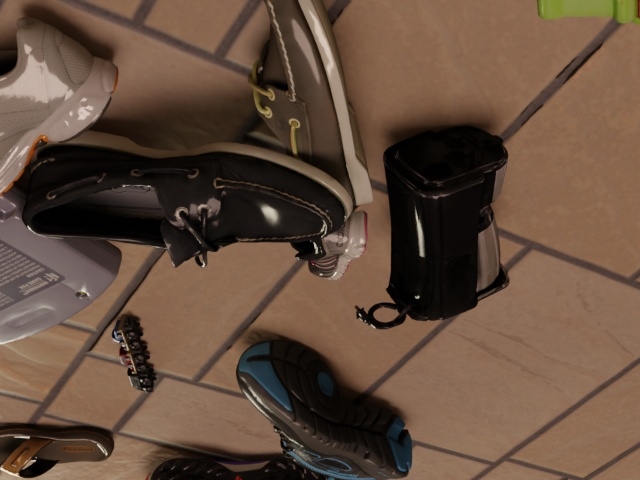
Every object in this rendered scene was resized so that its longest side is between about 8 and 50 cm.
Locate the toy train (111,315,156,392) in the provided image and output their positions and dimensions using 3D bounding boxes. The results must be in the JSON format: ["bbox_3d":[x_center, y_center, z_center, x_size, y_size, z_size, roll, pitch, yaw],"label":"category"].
[{"bbox_3d":[-0.242,0.148,1.433,0.036,0.027,0.158,5,141,7],"label":"toy train"}]

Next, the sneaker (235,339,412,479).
[{"bbox_3d":[-0.016,0.253,1.498,0.139,0.125,0.341,-23,134,29],"label":"sneaker"}]

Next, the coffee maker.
[{"bbox_3d":[0.120,-0.010,1.162,0.120,0.171,0.178,23,139,33],"label":"coffee maker"}]

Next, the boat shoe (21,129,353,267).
[{"bbox_3d":[-0.142,-0.028,1.083,0.340,0.113,0.127,12,147,13],"label":"boat shoe"}]

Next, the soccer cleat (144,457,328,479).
[{"bbox_3d":[-0.113,0.385,1.681,0.318,0.109,0.116,8,161,-18],"label":"soccer cleat"}]

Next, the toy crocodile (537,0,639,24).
[{"bbox_3d":[0.355,-0.240,0.950,0.340,0.105,0.115,-6,140,4],"label":"toy crocodile"}]

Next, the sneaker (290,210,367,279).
[{"bbox_3d":[0.000,0.000,1.220,0.074,0.063,0.170,10,166,-10],"label":"sneaker"}]

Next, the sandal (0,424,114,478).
[{"bbox_3d":[-0.407,0.310,1.585,0.219,0.060,0.090,2,140,-6],"label":"sandal"}]

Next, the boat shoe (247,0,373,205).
[{"bbox_3d":[-0.017,-0.130,1.053,0.091,0.109,0.305,-13,143,4],"label":"boat shoe"}]

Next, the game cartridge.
[{"bbox_3d":[-0.374,0.039,1.251,0.294,0.060,0.196,-23,133,32],"label":"game cartridge"}]

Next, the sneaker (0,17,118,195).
[{"bbox_3d":[-0.321,-0.122,1.066,0.262,0.099,0.121,-34,124,22],"label":"sneaker"}]
